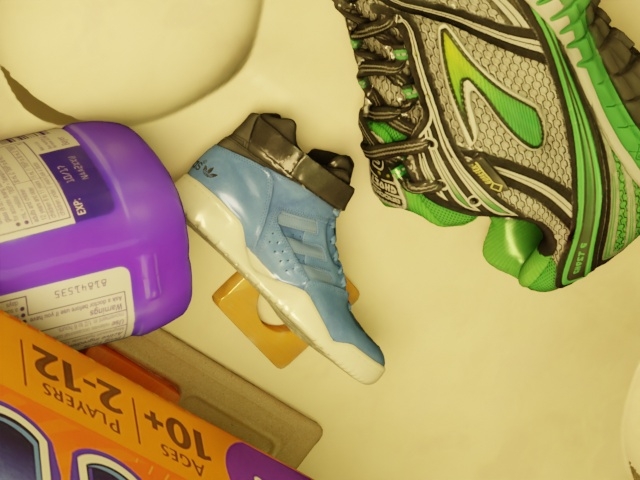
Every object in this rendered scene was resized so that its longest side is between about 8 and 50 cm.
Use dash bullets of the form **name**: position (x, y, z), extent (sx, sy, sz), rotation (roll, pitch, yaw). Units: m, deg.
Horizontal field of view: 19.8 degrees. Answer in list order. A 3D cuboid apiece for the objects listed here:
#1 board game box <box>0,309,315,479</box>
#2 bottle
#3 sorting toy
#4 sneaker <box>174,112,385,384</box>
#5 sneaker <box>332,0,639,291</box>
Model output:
- **board game box**: position (-0.206, 0.258, 0.697), extent (0.356, 0.356, 0.356), rotation (33, 117, -34)
- **bottle**: position (-0.204, 0.021, 0.828), extent (0.283, 0.118, 0.092), rotation (-15, 120, -21)
- **sorting toy**: position (-0.109, 0.137, 0.974), extent (0.196, 0.047, 0.347), rotation (33, 96, -34)
- **sneaker**: position (0.000, 0.000, 0.941), extent (0.084, 0.058, 0.152), rotation (-46, 107, -7)
- **sneaker**: position (0.066, -0.085, 0.903), extent (0.146, 0.134, 0.343), rotation (-47, 125, 2)
